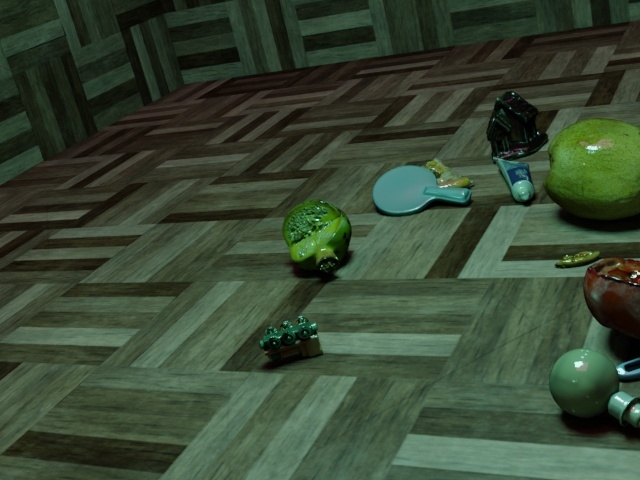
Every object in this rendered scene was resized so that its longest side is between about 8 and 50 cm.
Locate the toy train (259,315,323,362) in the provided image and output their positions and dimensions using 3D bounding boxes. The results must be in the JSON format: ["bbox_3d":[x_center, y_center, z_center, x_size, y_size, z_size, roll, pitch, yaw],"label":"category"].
[{"bbox_3d":[-0.050,0.172,1.490,0.103,0.064,0.044,-17,27,-2],"label":"toy train"}]

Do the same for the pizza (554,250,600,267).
[{"bbox_3d":[0.458,0.033,1.580,0.083,0.016,0.037,-14,15,5],"label":"pizza"}]

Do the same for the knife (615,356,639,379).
[{"bbox_3d":[0.559,0.148,1.240,0.312,0.019,0.044,-16,29,-6],"label":"knife"}]

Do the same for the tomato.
[{"bbox_3d":[0.490,0.096,1.283,0.227,0.101,0.228,5,10,-1],"label":"tomato"}]

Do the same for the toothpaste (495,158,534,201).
[{"bbox_3d":[0.442,-0.139,1.977,0.069,0.047,0.268,-23,16,13],"label":"toothpaste"}]

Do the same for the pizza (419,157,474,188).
[{"bbox_3d":[0.274,-0.158,2.113,0.185,0.052,0.195,-6,24,13],"label":"pizza"}]

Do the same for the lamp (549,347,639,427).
[{"bbox_3d":[0.376,0.206,1.140,0.091,0.091,0.163,-28,42,-32],"label":"lamp"}]

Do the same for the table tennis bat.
[{"bbox_3d":[0.229,-0.110,2.007,0.237,0.038,0.149,7,52,30],"label":"table tennis bat"}]

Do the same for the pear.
[{"bbox_3d":[0.536,-0.136,1.708,0.211,0.188,0.228,-1,27,23],"label":"pear"}]

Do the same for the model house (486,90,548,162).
[{"bbox_3d":[0.468,-0.285,2.176,0.106,0.152,0.165,-5,21,39],"label":"model house"}]

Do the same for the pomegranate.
[{"bbox_3d":[0.005,0.003,1.808,0.143,0.122,0.169,-40,58,9],"label":"pomegranate"}]
